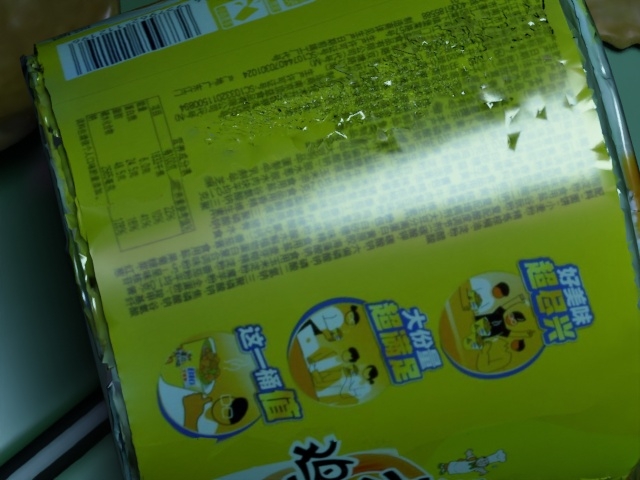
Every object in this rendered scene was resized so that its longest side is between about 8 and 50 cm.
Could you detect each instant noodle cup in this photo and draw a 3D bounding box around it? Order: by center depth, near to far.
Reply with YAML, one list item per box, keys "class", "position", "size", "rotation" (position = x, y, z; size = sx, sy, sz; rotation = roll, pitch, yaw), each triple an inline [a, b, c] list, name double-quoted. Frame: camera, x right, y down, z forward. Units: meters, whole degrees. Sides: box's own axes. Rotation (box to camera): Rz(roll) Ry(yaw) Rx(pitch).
- class: "instant noodle cup"
  position: [0.000, 0.000, 0.568]
  size: [0.153, 0.205, 0.205]
  rotation: [-14, 78, -10]

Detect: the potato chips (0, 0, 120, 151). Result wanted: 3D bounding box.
- class: "potato chips"
  position: [-0.154, -0.113, 0.636]
  size: [0.150, 0.049, 0.201]
  rotation: [-36, 83, -23]

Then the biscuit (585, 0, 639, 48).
- class: "biscuit"
  position: [0.044, -0.188, 0.721]
  size: [0.237, 0.013, 0.232]
  rotation: [6, 74, -12]
